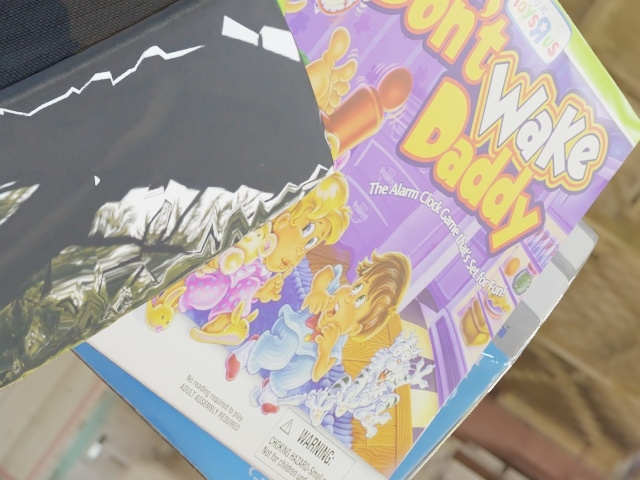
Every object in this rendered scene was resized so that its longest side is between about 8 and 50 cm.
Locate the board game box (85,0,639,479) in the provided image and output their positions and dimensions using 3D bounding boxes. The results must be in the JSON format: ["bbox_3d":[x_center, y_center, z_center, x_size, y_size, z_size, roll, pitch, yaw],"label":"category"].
[{"bbox_3d":[-0.025,-0.054,0.786,0.078,0.233,0.347,31,-8,41],"label":"board game box"}]

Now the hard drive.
[{"bbox_3d":[-0.139,-0.017,0.339,0.172,0.255,0.054,36,-42,32],"label":"hard drive"}]

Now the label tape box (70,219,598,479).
[{"bbox_3d":[0.000,0.000,1.057,0.240,0.106,0.334,43,26,3],"label":"label tape box"}]
